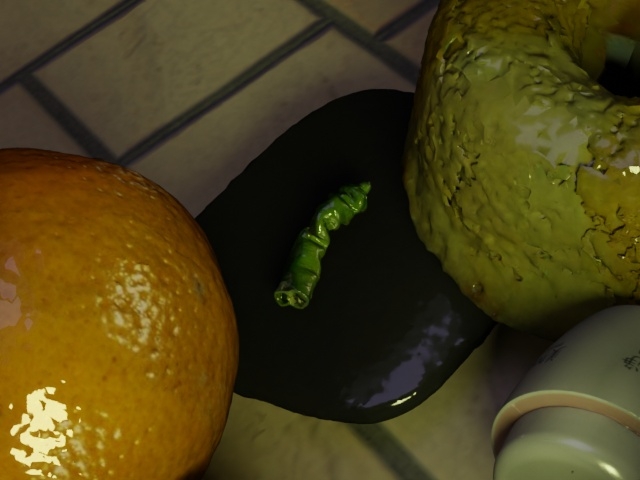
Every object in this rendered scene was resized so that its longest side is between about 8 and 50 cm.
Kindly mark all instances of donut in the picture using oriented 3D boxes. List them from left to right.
[{"bbox_3d":[0.166,-0.078,0.825,0.272,0.107,0.272,-3,48,3],"label":"donut"}]

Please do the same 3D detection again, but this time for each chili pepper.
[{"bbox_3d":[0.000,0.000,0.868,0.027,0.022,0.083,-31,25,58],"label":"chili pepper"}]

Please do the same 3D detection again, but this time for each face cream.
[{"bbox_3d":[0.122,0.081,0.727,0.091,0.091,0.095,6,42,32],"label":"face cream"}]

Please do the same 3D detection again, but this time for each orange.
[{"bbox_3d":[-0.147,0.058,0.815,0.224,0.170,0.224,-25,45,28],"label":"orange"}]

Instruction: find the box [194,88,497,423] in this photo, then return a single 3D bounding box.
[{"bbox_3d":[0.024,0.005,0.896,0.201,0.042,0.212,19,58,40],"label":"box"}]
